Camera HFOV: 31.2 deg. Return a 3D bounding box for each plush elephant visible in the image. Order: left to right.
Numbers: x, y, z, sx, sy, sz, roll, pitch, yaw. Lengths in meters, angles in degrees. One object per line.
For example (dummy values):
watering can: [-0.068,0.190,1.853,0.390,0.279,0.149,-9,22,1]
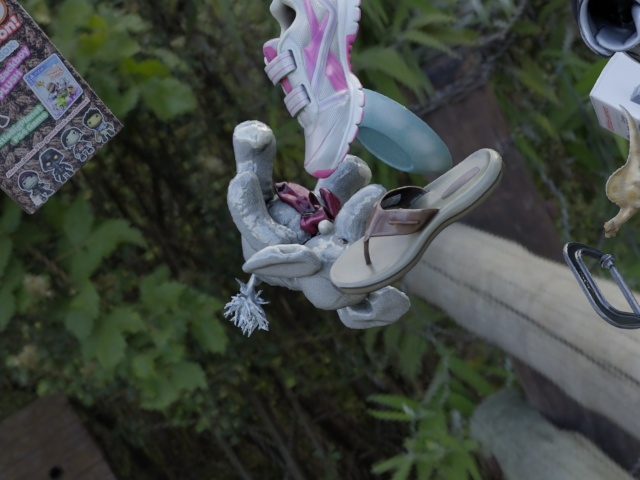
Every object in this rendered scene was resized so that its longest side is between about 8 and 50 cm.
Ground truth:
plush elephant: [0.000,0.000,1.690,0.255,0.272,0.330,10,79,48]

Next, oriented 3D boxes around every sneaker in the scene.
sneaker: [-0.017,-0.195,1.371,0.111,0.252,0.103,5,-19,-20]
sneaker: [0.383,-0.254,1.381,0.101,0.268,0.153,-41,24,31]

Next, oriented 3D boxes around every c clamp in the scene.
c clamp: [0.375,0.066,1.456,0.137,0.161,0.022,1,-41,-38]

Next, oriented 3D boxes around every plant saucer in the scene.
plant saucer: [0.105,-0.149,1.700,0.037,0.195,0.195,-55,20,-14]

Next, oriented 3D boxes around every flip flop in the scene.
flip flop: [0.117,-0.036,1.500,0.277,0.080,0.112,-38,31,5]

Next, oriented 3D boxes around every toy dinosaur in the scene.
toy dinosaur: [0.418,-0.081,1.497,0.092,0.183,0.053,2,20,-8]

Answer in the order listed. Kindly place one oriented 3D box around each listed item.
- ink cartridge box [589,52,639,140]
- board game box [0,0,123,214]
ink cartridge box: [0.525,-0.183,1.721,0.092,0.218,0.158,-56,-23,1]
board game box: [-0.386,-0.203,1.210,0.141,0.291,0.232,-46,44,-9]
